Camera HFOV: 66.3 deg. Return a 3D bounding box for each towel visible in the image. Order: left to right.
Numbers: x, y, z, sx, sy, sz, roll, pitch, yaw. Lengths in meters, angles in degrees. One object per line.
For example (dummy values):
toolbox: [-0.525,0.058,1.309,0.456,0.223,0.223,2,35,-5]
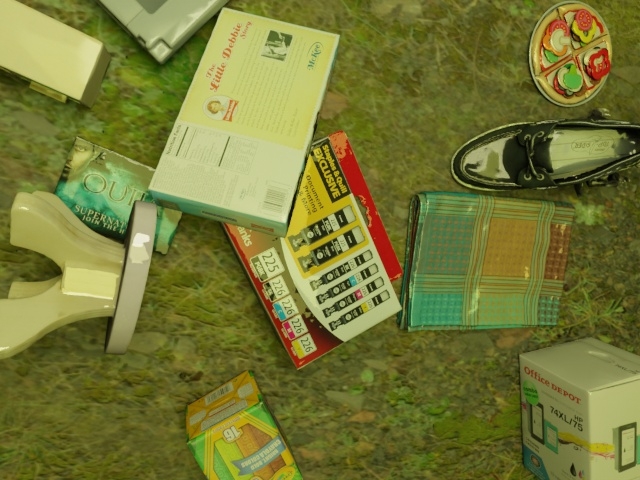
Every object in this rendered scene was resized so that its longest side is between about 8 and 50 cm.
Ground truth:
towel: [0.337,0.046,0.971,0.369,0.040,0.272,2,98,-17]

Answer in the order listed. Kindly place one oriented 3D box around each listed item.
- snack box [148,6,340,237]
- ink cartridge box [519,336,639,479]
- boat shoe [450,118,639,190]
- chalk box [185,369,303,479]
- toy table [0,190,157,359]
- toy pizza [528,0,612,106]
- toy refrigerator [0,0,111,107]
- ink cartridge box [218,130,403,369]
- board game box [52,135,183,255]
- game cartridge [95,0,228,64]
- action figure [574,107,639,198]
snack box: [-0.098,-0.179,0.705,0.186,0.060,0.322,14,69,1]
ink cartridge box: [0.553,0.369,0.999,0.197,0.198,0.271,-9,99,-15]
boat shoe: [0.409,-0.153,0.868,0.339,0.113,0.127,0,96,9]
chalk box: [-0.121,0.359,0.828,0.132,0.132,0.213,-28,105,-11]
toy table: [-0.327,0.048,0.660,0.160,0.252,0.274,11,125,-25]
toy pizza: [0.500,-0.368,0.963,0.201,0.032,0.202,-3,99,-17]
toy refrigerator: [-0.438,-0.276,0.657,0.269,0.102,0.094,22,91,-19]
ink cartridge box: [0.000,0.000,0.815,0.271,0.130,0.310,-28,104,-12]
board game box: [-0.308,-0.067,0.766,0.186,0.026,0.126,22,92,-18]
game cartridge: [-0.268,-0.427,0.695,0.297,0.062,0.198,45,81,-10]
action figure: [0.581,-0.175,0.966,0.275,0.141,0.164,-5,109,10]
